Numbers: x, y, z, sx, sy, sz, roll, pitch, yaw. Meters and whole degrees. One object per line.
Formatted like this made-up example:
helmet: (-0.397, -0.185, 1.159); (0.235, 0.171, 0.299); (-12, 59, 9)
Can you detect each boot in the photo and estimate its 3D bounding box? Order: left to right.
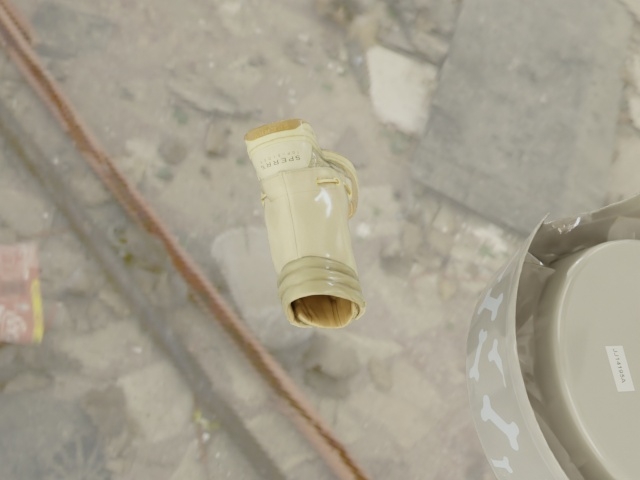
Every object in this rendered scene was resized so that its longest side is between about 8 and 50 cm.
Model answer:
boot: (0.000, 0.000, 1.460); (0.095, 0.262, 0.203); (-16, 73, 9)

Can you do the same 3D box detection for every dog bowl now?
dog bowl: (0.273, 0.126, 1.149); (0.349, 0.102, 0.348); (15, 59, -26)
